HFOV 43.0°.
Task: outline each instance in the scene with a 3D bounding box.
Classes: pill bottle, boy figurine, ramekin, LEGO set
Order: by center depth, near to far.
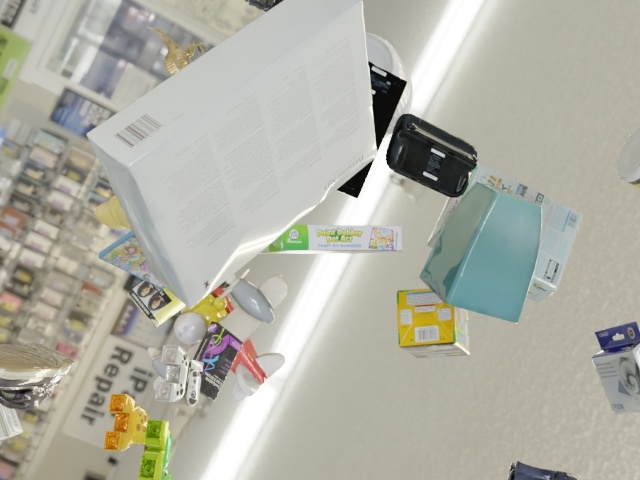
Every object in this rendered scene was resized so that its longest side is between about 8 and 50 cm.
[{"bbox_3d":[-0.172,0.228,0.845,0.087,0.093,0.227,-1,-107,25],"label":"LEGO set"},{"bbox_3d":[-0.332,-0.081,1.452,0.177,0.092,0.285,-27,-159,4],"label":"boy figurine"},{"bbox_3d":[0.669,-0.125,1.503,0.119,0.208,0.119,-157,-90,-80],"label":"pill bottle"},{"bbox_3d":[0.067,-0.294,1.536,0.109,0.207,0.207,55,55,-66],"label":"ramekin"}]

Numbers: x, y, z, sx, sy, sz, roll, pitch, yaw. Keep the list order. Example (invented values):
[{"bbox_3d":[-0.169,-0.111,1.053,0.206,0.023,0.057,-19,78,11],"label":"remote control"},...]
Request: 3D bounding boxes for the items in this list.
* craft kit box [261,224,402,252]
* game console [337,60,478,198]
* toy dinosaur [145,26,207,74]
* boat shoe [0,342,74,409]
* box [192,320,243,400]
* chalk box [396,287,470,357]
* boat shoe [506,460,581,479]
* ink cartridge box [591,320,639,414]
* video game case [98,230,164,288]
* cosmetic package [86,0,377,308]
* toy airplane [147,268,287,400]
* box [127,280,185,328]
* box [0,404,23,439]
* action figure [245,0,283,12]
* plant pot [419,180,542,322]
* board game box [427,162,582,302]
[{"bbox_3d":[0.000,0.000,1.621,0.250,0.247,0.061,173,-86,-69],"label":"craft kit box"},{"bbox_3d":[0.132,-0.156,1.393,0.044,0.361,0.213,32,-81,54],"label":"game console"},{"bbox_3d":[-0.283,-0.381,1.673,0.093,0.183,0.053,-26,178,-20],"label":"toy dinosaur"},{"bbox_3d":[-0.449,0.210,1.225,0.285,0.103,0.092,127,-15,-84],"label":"boat shoe"},{"bbox_3d":[-0.256,0.289,1.940,0.029,0.116,0.162,13,-112,35],"label":"box"},{"bbox_3d":[0.266,0.195,1.866,0.213,0.132,0.132,38,49,-64],"label":"chalk box"},{"bbox_3d":[0.468,0.499,1.421,0.127,0.341,0.158,95,12,-74],"label":"boat shoe"},{"bbox_3d":[0.773,0.330,2.065,0.223,0.045,0.224,120,-47,-74],"label":"ink cartridge box"},{"bbox_3d":[-0.330,0.036,1.588,0.119,0.166,0.015,-30,-131,25],"label":"video game case"},{"bbox_3d":[-0.090,-0.125,1.082,0.377,0.097,0.284,-40,144,-22],"label":"cosmetic package"},{"bbox_3d":[-0.282,0.255,2.167,0.272,0.384,0.386,9,89,-62],"label":"toy airplane"},{"bbox_3d":[-0.288,0.080,1.734,0.232,0.087,0.058,-37,155,-14],"label":"box"},{"bbox_3d":[-0.648,0.315,1.518,0.038,0.145,0.186,-26,173,10],"label":"box"},{"bbox_3d":[-0.009,-0.459,1.229,0.164,0.141,0.275,43,-63,31],"label":"action figure"},{"bbox_3d":[0.335,0.013,1.627,0.166,0.165,0.234,-128,-124,-70],"label":"plant pot"},{"bbox_3d":[0.439,-0.024,1.932,0.224,0.303,0.097,-62,179,-27],"label":"board game box"}]
